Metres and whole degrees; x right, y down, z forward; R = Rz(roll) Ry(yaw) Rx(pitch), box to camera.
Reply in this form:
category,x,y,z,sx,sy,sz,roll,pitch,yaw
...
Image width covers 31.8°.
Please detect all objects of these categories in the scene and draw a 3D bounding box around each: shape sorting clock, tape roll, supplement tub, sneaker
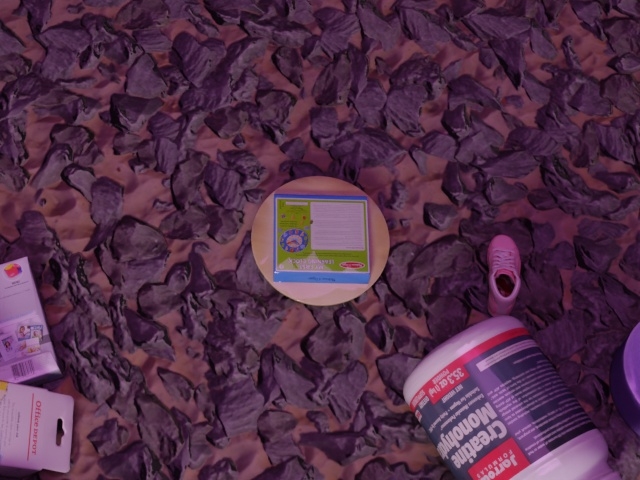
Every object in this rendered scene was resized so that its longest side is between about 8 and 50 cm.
category,x,y,z,sx,sy,sz,roll,pitch,yaw
shape sorting clock,0.000,0.000,1.674,0.206,0.040,0.206,2,64,-5
tape roll,0.507,0.193,1.576,0.189,0.080,0.189,1,63,-1
supplement tub,0.252,0.254,1.476,0.191,0.191,0.272,-27,68,-14
sneaker,0.271,0.042,1.647,0.051,0.070,0.134,6,63,3

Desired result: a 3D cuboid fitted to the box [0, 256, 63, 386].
category,x,y,z,sx,sy,sz,roll,pitch,yaw
box,-0.461,0.129,1.597,0.145,0.038,0.186,-18,67,-11

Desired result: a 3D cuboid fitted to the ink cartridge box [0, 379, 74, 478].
category,x,y,z,sx,sy,sz,roll,pitch,yaw
ink cartridge box,-0.432,0.249,1.494,0.198,0.067,0.115,18,58,-35
